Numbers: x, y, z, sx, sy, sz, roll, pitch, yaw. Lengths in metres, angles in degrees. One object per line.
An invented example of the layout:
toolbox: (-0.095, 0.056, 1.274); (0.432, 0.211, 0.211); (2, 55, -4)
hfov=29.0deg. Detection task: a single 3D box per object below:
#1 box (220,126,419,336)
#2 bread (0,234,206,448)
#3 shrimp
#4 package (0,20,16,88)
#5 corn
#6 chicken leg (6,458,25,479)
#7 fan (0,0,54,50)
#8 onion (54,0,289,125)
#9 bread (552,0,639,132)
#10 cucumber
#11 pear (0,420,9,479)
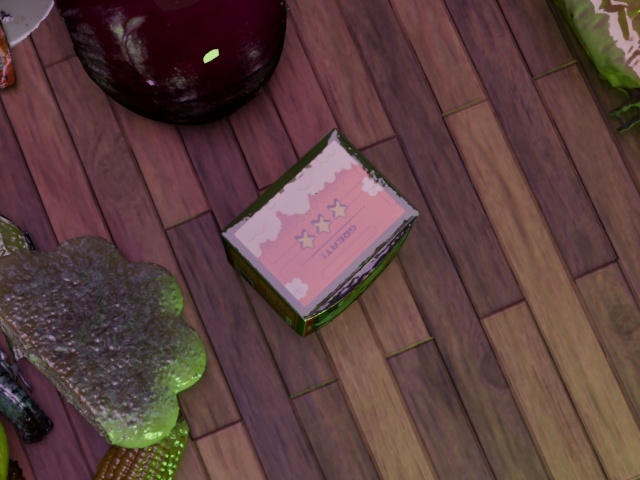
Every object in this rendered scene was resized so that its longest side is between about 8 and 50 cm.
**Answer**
box: (0.000, 0.000, 1.421); (0.177, 0.195, 0.148); (-43, 83, -9)
bread: (-0.246, 0.094, 1.429); (0.286, 0.056, 0.207); (42, 55, 7)
shrimp: (-0.377, 0.160, 1.447); (0.174, 0.076, 0.082); (42, 59, 5)
package: (-0.421, -0.230, 1.529); (0.077, 0.033, 0.110); (-25, 81, 6)
corn: (-0.244, 0.337, 1.411); (0.097, 0.097, 0.319); (25, 78, 3)
chicken leg: (-0.353, 0.301, 1.443); (0.145, 0.037, 0.062); (42, 69, 8)
fan: (-0.418, -0.397, 1.572); (0.191, 0.009, 0.329); (7, 80, 0)
onion: (-0.184, -0.310, 1.445); (0.282, 0.260, 0.336); (-8, 81, 2)
bread: (0.407, -0.318, 1.514); (0.236, 0.183, 0.388); (-26, 88, 10)
cucumber: (-0.370, 0.033, 1.482); (0.070, 0.046, 0.220); (-22, 83, -8)
pear: (-0.439, 0.238, 1.347); (0.209, 0.209, 0.208); (0, 80, -2)
